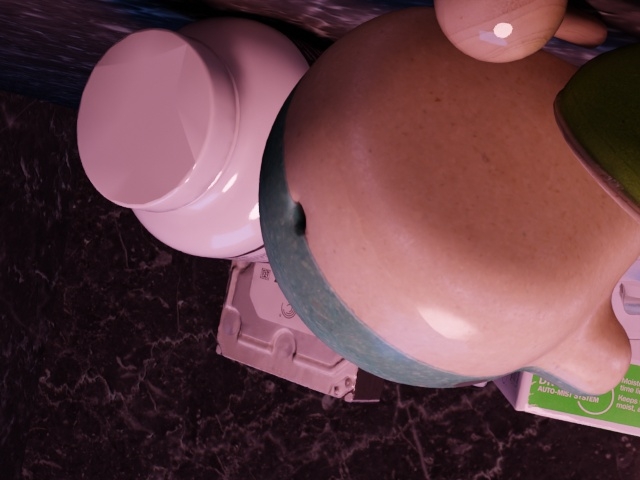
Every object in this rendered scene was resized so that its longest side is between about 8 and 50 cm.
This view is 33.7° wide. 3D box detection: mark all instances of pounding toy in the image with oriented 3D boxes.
[{"bbox_3d":[0.178,-0.065,0.410,0.237,0.110,0.183,45,-150,25],"label":"pounding toy"}]

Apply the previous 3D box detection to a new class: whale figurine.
[{"bbox_3d":[0.091,-0.019,0.541,0.272,0.216,0.141,-10,163,-36],"label":"whale figurine"}]

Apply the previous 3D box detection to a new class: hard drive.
[{"bbox_3d":[0.000,0.000,1.260,0.237,0.339,0.064,15,-176,42],"label":"hard drive"}]

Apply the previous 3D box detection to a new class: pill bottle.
[{"bbox_3d":[-0.035,-0.071,0.848,0.181,0.181,0.323,13,-178,33],"label":"pill bottle"}]

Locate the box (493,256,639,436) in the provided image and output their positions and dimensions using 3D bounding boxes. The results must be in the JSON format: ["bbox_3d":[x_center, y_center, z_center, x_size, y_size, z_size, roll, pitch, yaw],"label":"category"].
[{"bbox_3d":[0.206,0.006,0.810,0.127,0.231,0.262,12,-178,1],"label":"box"}]

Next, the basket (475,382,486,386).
[{"bbox_3d":[0.113,0.004,1.539,0.266,0.328,0.331,13,-178,-15],"label":"basket"}]
